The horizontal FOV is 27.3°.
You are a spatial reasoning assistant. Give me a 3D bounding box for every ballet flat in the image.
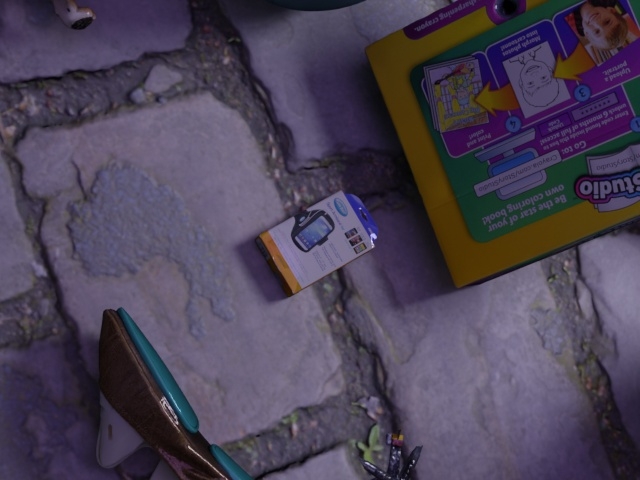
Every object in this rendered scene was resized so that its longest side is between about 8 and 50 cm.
[{"bbox_3d":[-0.161,0.236,1.419,0.124,0.116,0.342,-38,93,-2],"label":"ballet flat"}]

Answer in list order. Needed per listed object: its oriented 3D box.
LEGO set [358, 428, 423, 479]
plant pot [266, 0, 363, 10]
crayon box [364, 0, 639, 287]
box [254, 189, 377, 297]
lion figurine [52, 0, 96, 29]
[{"bbox_3d":[0.138,0.382,1.413,0.331,0.192,0.255,31,70,-7],"label":"LEGO set"},{"bbox_3d":[-0.020,-0.389,1.556,0.290,0.195,0.290,4,75,-16],"label":"plant pot"},{"bbox_3d":[0.275,-0.154,1.527,0.363,0.106,0.313,-23,83,22],"label":"crayon box"},{"bbox_3d":[0.000,0.000,1.557,0.136,0.028,0.081,-29,86,-23],"label":"box"},{"bbox_3d":[-0.386,-0.329,1.466,0.392,0.142,0.240,-20,76,-16],"label":"lion figurine"}]
